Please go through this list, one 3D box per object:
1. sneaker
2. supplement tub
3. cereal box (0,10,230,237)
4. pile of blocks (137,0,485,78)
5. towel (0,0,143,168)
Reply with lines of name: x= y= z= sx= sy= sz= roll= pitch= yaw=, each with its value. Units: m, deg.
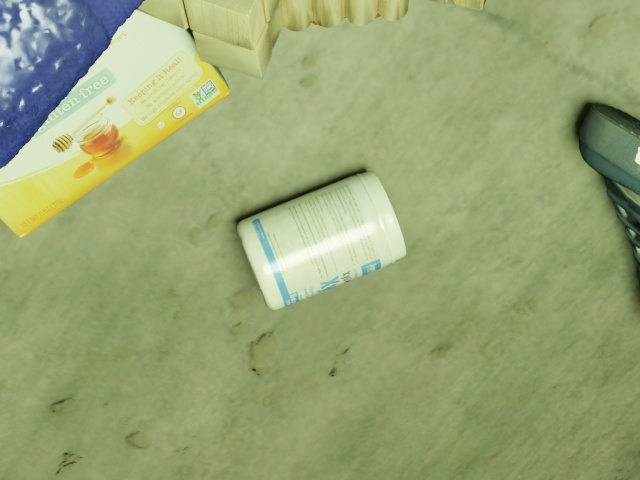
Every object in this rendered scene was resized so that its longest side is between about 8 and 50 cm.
sneaker: x=0.287 y=0.014 z=1.067 sx=0.319 sy=0.112 sz=0.131 roll=32 pitch=106 yaw=-33
supplement tub: x=0.000 y=0.000 z=0.980 sx=0.107 sy=0.071 sz=0.071 roll=-21 pitch=128 yaw=-3
cereal box: x=-0.189 y=-0.134 z=0.833 sx=0.173 sy=0.047 sz=0.240 roll=-35 pitch=128 yaw=4
pile of blocks: x=0.054 y=-0.202 z=0.846 sx=0.362 sy=0.149 sz=0.113 roll=-15 pitch=161 yaw=-4
towel: x=-0.160 y=-0.213 z=0.715 sx=0.308 sy=0.076 sz=0.228 roll=-48 pitch=121 yaw=-7
